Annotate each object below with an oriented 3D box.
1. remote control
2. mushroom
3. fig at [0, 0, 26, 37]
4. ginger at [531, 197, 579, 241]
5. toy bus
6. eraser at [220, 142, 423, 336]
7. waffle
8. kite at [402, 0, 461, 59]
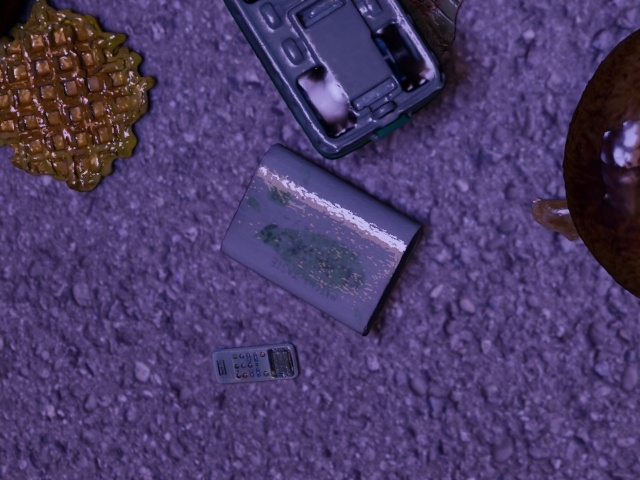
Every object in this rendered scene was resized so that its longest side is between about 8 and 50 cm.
[{"bbox_3d":[-0.091,0.171,1.761,0.125,0.018,0.053,-5,99,18],"label":"remote control"},{"bbox_3d":[0.455,-0.064,1.393,0.356,0.334,0.331,48,132,44],"label":"mushroom"},{"bbox_3d":[-0.510,-0.342,1.683,0.224,0.263,0.223,-7,112,-18],"label":"fig"},{"bbox_3d":[0.332,-0.039,1.582,0.137,0.044,0.057,-14,125,25],"label":"ginger"},{"bbox_3d":[-0.002,-0.275,1.551,0.184,0.199,0.343,-31,89,0],"label":"toy bus"},{"bbox_3d":[0.000,0.000,1.668,0.227,0.081,0.174,30,108,9],"label":"eraser"},{"bbox_3d":[-0.359,-0.200,1.757,0.254,0.052,0.245,33,106,8],"label":"waffle"},{"bbox_3d":[0.154,-0.385,1.586,0.268,0.013,0.322,18,107,14],"label":"kite"}]
